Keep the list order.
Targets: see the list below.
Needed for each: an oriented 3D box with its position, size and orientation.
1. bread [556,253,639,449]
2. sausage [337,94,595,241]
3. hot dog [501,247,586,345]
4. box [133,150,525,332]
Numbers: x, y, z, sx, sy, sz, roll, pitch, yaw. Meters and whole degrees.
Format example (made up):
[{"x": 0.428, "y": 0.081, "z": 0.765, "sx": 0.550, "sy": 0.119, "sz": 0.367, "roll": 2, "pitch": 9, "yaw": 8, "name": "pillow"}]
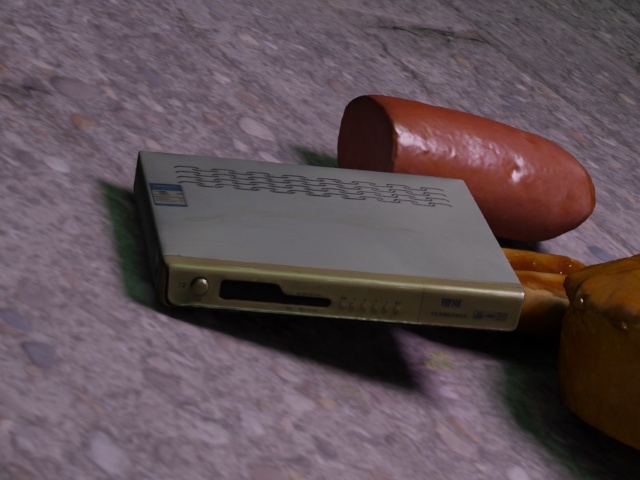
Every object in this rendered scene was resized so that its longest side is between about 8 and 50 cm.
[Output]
[{"x": 0.301, "y": 0.093, "z": 1.408, "sx": 0.268, "sy": 0.146, "sz": 0.268, "roll": 13, "pitch": 8, "yaw": -2, "name": "bread"}, {"x": 0.143, "y": -0.062, "z": 1.689, "sx": 0.259, "sy": 0.114, "sz": 0.113, "roll": 14, "pitch": 25, "yaw": -30, "name": "sausage"}, {"x": 0.170, "y": 0.049, "z": 1.518, "sx": 0.249, "sy": 0.068, "sz": 0.100, "roll": 8, "pitch": 18, "yaw": -48, "name": "hot dog"}, {"x": 0.000, "y": 0.000, "z": 1.370, "sx": 0.270, "sy": 0.045, "sz": 0.211, "roll": 4, "pitch": 27, "yaw": -16, "name": "box"}]
